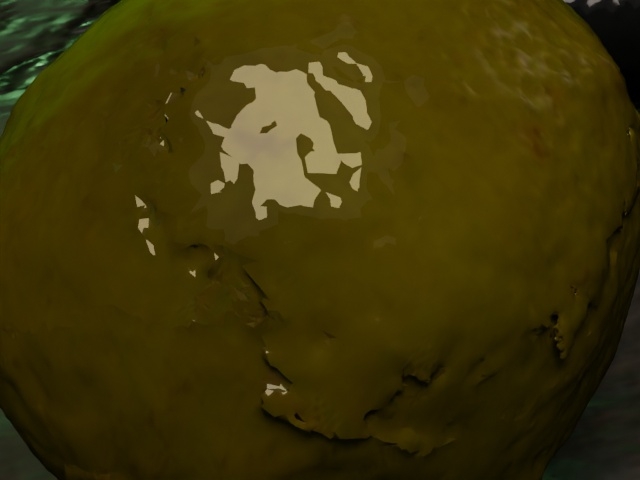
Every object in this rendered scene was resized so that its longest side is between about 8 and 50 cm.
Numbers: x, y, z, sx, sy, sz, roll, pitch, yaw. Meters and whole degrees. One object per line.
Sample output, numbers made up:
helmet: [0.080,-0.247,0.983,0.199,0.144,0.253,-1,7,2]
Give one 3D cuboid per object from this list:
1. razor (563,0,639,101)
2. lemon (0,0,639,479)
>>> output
razor: [0.184,-0.170,0.685,0.349,0.113,0.204,-9,49,0]
lemon: [0.001,-0.002,0.472,0.284,0.260,0.260,-31,54,-19]
